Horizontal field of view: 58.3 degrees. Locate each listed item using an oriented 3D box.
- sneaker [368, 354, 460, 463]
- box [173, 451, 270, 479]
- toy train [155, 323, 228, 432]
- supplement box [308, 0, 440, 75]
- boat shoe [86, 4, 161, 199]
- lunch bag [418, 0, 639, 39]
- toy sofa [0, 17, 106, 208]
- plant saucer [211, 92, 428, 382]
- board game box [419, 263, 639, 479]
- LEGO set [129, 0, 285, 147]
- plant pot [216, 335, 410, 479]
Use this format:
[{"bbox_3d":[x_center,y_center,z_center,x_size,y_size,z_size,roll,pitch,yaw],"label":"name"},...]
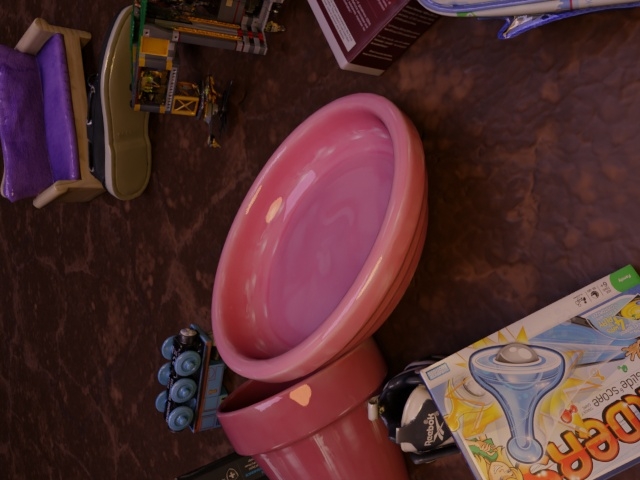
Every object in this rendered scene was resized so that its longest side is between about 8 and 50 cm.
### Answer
[{"bbox_3d":[0.146,0.169,0.536,0.235,0.153,0.094,11,103,44],"label":"sneaker"},{"bbox_3d":[-0.057,0.339,0.709,0.175,0.220,0.051,61,140,22],"label":"box"},{"bbox_3d":[-0.201,0.223,0.924,0.080,0.105,0.184,29,114,48],"label":"toy train"},{"bbox_3d":[0.094,-0.302,0.600,0.239,0.073,0.130,-37,69,41],"label":"supplement box"},{"bbox_3d":[-0.365,-0.248,1.030,0.113,0.127,0.340,24,121,29],"label":"boat shoe"},{"bbox_3d":[0.198,-0.279,0.406,0.303,0.115,0.243,4,117,29],"label":"lunch bag"},{"bbox_3d":[-0.570,-0.259,1.199,0.150,0.177,0.362,-14,83,45],"label":"toy sofa"},{"bbox_3d":[0.000,0.000,0.639,0.332,0.084,0.332,-37,38,37],"label":"plant saucer"},{"bbox_3d":[0.202,0.126,0.474,0.201,0.035,0.136,-28,70,0],"label":"board game box"},{"bbox_3d":[-0.159,-0.320,0.813,0.331,0.192,0.255,116,148,-45],"label":"LEGO set"},{"bbox_3d":[0.007,0.227,0.668,0.201,0.201,0.180,-27,90,43],"label":"plant pot"}]
